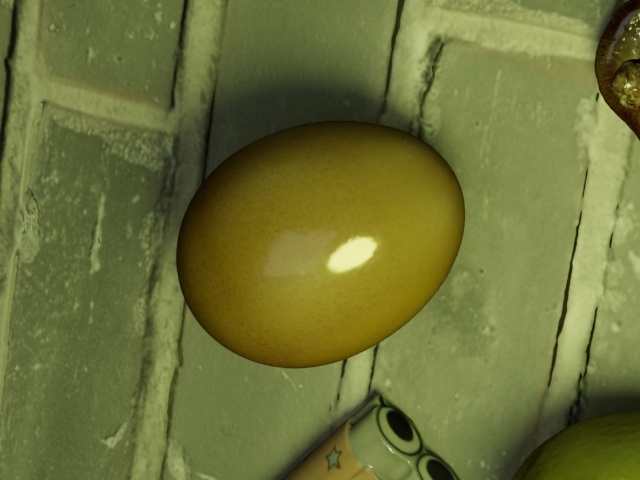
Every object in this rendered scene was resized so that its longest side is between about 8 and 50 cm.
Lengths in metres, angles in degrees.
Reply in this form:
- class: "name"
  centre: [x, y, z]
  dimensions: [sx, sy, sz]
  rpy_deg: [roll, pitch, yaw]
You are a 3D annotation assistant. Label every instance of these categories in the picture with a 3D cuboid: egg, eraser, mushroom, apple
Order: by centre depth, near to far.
- class: "mushroom"
  centre: [0.334, -0.130, 1.431]
  dimensions: [0.227, 0.217, 0.148]
  rpy_deg: [43, 114, 13]
- class: "apple"
  centre: [0.310, 0.313, 1.496]
  dimensions: [0.292, 0.254, 0.292]
  rpy_deg: [-1, 86, 9]
- class: "egg"
  centre: [0.000, 0.000, 1.607]
  dimensions: [0.322, 0.250, 0.250]
  rpy_deg: [-27, 87, 23]
- class: "eraser"
  centre: [0.020, 0.331, 1.753]
  dimensions: [0.171, 0.087, 0.290]
  rpy_deg: [48, 117, 8]
